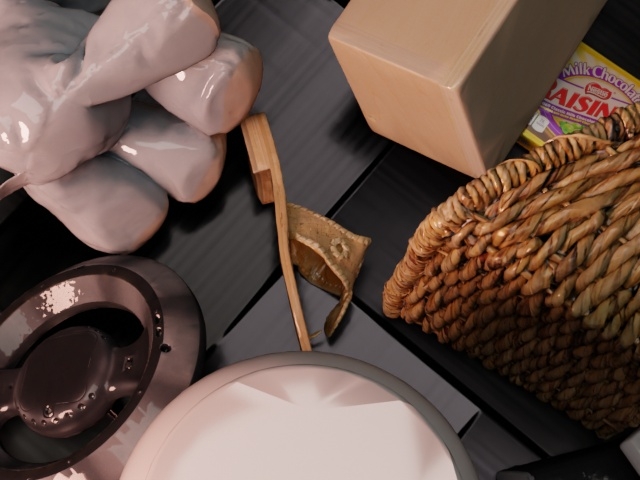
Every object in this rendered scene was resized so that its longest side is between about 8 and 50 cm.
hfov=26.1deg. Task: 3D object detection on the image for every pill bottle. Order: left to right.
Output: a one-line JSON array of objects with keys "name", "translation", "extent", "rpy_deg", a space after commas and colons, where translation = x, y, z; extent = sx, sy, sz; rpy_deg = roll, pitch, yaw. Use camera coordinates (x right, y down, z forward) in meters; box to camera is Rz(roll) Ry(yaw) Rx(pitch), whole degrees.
[{"name": "pill bottle", "translation": [-0.016, 0.198, 0.894], "extent": [0.229, 0.407, 0.229], "rpy_deg": [1, 75, -2]}]

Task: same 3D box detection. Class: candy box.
[{"name": "candy box", "translation": [0.246, -0.094, 1.181], "extent": [0.206, 0.027, 0.105], "rpy_deg": [35, 75, 7]}]

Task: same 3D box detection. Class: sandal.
[{"name": "sandal", "translation": [0.000, -0.002, 1.115], "extent": [0.079, 0.088, 0.240], "rpy_deg": [-15, 71, -4]}]

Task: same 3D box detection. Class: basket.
[{"name": "basket", "translation": [0.199, -0.009, 1.015], "extent": [0.223, 0.299, 0.213], "rpy_deg": [31, 76, 5]}]

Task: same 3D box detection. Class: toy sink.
[{"name": "toy sink", "translation": [0.129, -0.197, 1.124], "extent": [0.131, 0.153, 0.234], "rpy_deg": [28, 76, 26]}]

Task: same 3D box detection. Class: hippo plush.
[{"name": "hippo plush", "translation": [-0.217, -0.132, 1.109], "extent": [0.294, 0.234, 0.236], "rpy_deg": [-30, 53, -15]}]

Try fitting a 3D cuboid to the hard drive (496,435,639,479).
[{"name": "hard drive", "translation": [0.248, 0.281, 1.067], "extent": [0.172, 0.054, 0.254], "rpy_deg": [-13, 76, -6]}]

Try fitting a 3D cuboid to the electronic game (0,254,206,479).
[{"name": "electronic game", "translation": [-0.188, 0.108, 1.045], "extent": [0.229, 0.048, 0.229], "rpy_deg": [-17, 48, 20]}]

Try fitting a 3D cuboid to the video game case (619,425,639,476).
[{"name": "video game case", "translation": [0.318, 0.180, 1.073], "extent": [0.157, 0.019, 0.143], "rpy_deg": [-29, 81, -41]}]
